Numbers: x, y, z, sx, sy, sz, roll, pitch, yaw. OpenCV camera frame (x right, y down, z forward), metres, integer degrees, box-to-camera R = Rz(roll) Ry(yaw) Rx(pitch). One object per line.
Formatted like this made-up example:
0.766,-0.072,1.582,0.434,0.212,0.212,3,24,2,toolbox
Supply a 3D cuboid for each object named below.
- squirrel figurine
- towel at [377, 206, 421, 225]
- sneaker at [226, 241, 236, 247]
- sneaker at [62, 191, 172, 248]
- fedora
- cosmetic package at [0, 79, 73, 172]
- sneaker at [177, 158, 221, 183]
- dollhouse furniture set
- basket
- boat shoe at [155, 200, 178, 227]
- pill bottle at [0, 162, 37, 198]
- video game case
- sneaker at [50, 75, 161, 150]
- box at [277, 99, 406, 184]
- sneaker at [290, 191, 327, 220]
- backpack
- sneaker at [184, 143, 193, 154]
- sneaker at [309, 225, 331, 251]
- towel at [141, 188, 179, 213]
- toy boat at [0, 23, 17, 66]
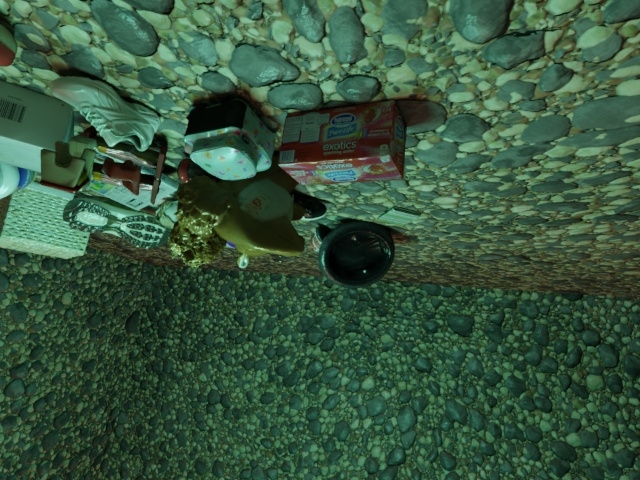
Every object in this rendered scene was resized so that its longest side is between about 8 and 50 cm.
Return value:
-0.242,-0.053,1.194,0.398,0.280,0.370,-1,166,-16,squirrel figurine
0.287,-0.090,1.485,0.113,0.023,0.152,12,168,-12,towel
-0.402,-0.030,1.901,0.146,0.102,0.293,1,165,22,sneaker
-0.790,-0.103,1.606,0.411,0.158,0.182,24,-158,-41,sneaker
0.141,0.044,1.713,0.335,0.333,0.152,11,-164,-17,fedora
-0.759,-0.276,1.004,0.224,0.138,0.225,15,166,-28,cosmetic package
-0.301,-0.177,1.252,0.135,0.097,0.276,-2,164,31,sneaker
-0.506,-0.156,0.979,0.202,0.152,0.374,13,-161,-20,dollhouse furniture set
-1.211,-0.081,1.774,0.332,0.266,0.329,17,162,-42,basket
-0.542,-0.091,1.484,0.104,0.113,0.302,7,169,-29,boat shoe
-0.951,-0.201,1.169,0.153,0.152,0.272,13,-167,-23,pill bottle
-0.675,-0.208,1.321,0.329,0.036,0.300,-12,149,44,video game case
-0.478,-0.275,0.902,0.091,0.115,0.232,-7,161,44,sneaker
0.051,-0.207,0.886,0.257,0.128,0.123,0,165,25,box
-0.079,-0.127,1.382,0.217,0.079,0.121,10,168,-6,sneaker
-0.199,-0.221,0.936,0.166,0.144,0.188,-6,165,26,backpack
-0.321,-0.232,1.100,0.135,0.070,0.051,3,168,20,sneaker
0.000,0.001,1.850,0.145,0.090,0.270,-3,166,28,sneaker
-0.641,-0.158,1.607,0.318,0.053,0.332,0,165,23,towel
-0.660,-0.329,0.702,0.231,0.150,0.151,1,166,23,toy boat
